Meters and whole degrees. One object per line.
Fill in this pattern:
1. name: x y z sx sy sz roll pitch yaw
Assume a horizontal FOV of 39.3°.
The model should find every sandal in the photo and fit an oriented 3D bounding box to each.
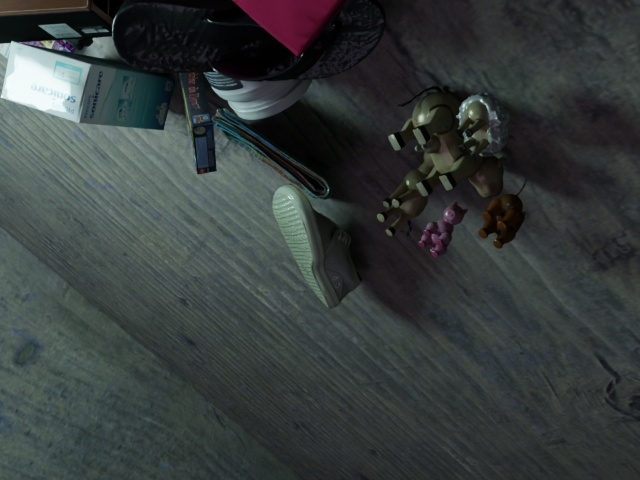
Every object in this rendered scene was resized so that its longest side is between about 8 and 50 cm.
1. sandal: -0.116 -0.317 1.454 0.446 0.107 0.167 -3 132 4

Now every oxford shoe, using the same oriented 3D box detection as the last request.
1. oxford shoe: 0.000 0.000 2.076 0.169 0.130 0.449 50 170 35

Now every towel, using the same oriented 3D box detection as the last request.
1. towel: -0.096 -0.166 1.860 0.271 0.040 0.370 35 179 -3

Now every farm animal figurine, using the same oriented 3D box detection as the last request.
1. farm animal figurine: 0.243 -0.134 1.639 0.330 0.172 0.326 12 133 46

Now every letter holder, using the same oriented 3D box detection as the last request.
1. letter holder: -0.558 -0.523 1.780 0.302 0.214 0.152 -1 173 12

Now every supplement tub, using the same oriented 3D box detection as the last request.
1. supplement tub: -0.144 -0.373 1.606 0.191 0.191 0.272 7 141 38

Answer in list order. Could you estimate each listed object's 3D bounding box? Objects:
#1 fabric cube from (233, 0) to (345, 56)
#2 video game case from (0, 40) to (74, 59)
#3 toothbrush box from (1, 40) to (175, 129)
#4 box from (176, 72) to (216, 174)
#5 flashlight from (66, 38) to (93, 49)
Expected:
1. fabric cube: -0.018 -0.475 1.256 0.259 0.254 0.258 38 148 -7
2. video game case: -0.696 -0.479 2.134 0.210 0.042 0.232 40 150 -12
3. toothbrush box: -0.490 -0.326 1.916 0.216 0.126 0.295 20 -168 23
4. box: -0.260 -0.277 1.854 0.044 0.233 0.159 -11 149 -9
5. flashlight: -0.608 -0.533 1.913 0.304 0.103 0.103 36 122 -4
